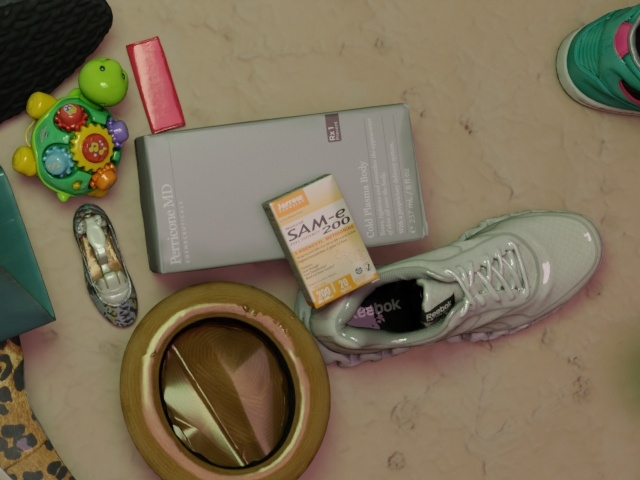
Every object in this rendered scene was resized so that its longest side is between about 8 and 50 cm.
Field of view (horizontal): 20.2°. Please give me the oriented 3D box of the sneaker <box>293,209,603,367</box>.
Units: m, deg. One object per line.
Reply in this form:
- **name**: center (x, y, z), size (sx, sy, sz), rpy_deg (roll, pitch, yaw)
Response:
- **sneaker**: center (0.125, 0.044, 1.593), size (0.292, 0.118, 0.110), rpy_deg (-18, 89, -12)

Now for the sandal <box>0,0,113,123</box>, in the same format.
- **sandal**: center (-0.389, -0.130, 1.491), size (0.446, 0.167, 0.107), rpy_deg (-26, 69, -10)

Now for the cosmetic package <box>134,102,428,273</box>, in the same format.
- **cosmetic package**: center (-0.039, -0.046, 1.573), size (0.238, 0.107, 0.127), rpy_deg (-10, 93, -13)

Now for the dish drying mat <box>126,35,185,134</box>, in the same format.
- **dish drying mat**: center (-0.148, -0.139, 1.604), size (0.032, 0.008, 0.083), rpy_deg (-17, 92, -10)

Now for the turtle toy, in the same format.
- **turtle toy**: center (-0.204, -0.095, 1.548), size (0.095, 0.066, 0.130), rpy_deg (17, 85, -35)

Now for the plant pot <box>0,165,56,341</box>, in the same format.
- **plant pot**: center (-0.371, 0.019, 1.461), size (0.234, 0.166, 0.165), rpy_deg (-26, 60, 4)

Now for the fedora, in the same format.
- **fedora**: center (-0.085, 0.134, 1.569), size (0.194, 0.079, 0.194), rpy_deg (1, 81, -7)

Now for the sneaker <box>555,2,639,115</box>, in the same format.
- **sneaker**: center (0.379, -0.166, 1.614), size (0.295, 0.178, 0.124), rpy_deg (1, 87, -11)

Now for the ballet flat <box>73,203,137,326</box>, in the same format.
- **ballet flat**: center (-0.190, 0.022, 1.574), size (0.041, 0.041, 0.114), rpy_deg (-19, 92, -10)

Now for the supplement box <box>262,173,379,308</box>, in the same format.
- **supplement box**: center (0.000, 0.000, 1.513), size (0.062, 0.036, 0.098), rpy_deg (-26, 97, -9)

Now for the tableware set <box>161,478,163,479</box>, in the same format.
- **tableware set**: center (-0.094, 0.266, 1.592), size (0.141, 0.020, 0.169), rpy_deg (28, 83, -9)

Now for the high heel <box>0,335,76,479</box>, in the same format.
- **high heel**: center (-0.245, 0.162, 1.557), size (0.186, 0.093, 0.261), rpy_deg (19, 68, -34)
